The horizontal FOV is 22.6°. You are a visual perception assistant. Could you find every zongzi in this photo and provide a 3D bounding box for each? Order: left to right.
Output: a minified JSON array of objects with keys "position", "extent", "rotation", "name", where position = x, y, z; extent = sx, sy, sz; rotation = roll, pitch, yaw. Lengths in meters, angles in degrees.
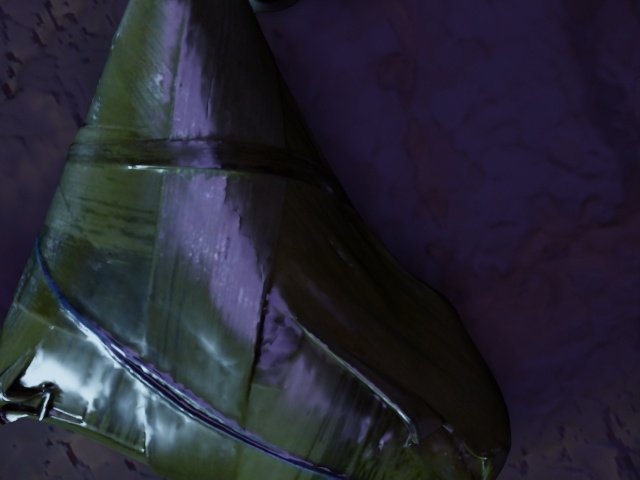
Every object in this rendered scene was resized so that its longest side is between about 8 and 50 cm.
[{"position":[0.000,0.000,0.742],"extent":[0.251,0.125,0.274],"rotation":[22,109,-2],"name":"zongzi"}]

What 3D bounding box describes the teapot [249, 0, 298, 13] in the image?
[{"position":[0.005,-0.147,0.771],"extent":[0.121,0.076,0.068],"rotation":[-34,109,32],"name":"teapot"}]
